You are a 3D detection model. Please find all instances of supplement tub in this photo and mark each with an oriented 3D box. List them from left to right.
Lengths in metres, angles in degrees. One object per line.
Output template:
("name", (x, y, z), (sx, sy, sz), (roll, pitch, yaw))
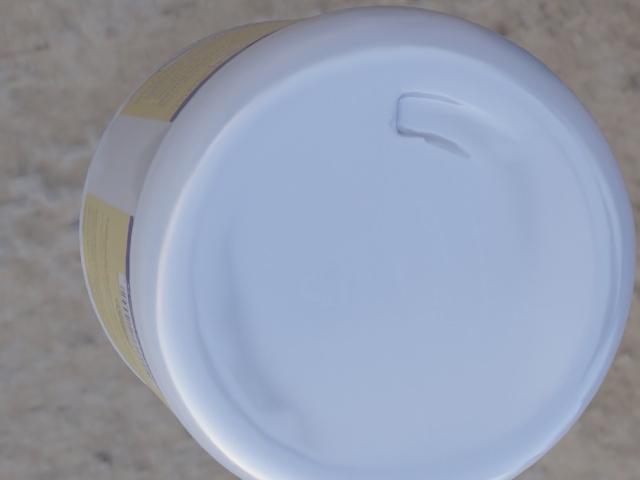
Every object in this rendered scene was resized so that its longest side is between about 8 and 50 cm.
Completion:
("supplement tub", (0.000, 0.000, 1.014), (0.241, 0.331, 0.241), (-1, 95, -13))
